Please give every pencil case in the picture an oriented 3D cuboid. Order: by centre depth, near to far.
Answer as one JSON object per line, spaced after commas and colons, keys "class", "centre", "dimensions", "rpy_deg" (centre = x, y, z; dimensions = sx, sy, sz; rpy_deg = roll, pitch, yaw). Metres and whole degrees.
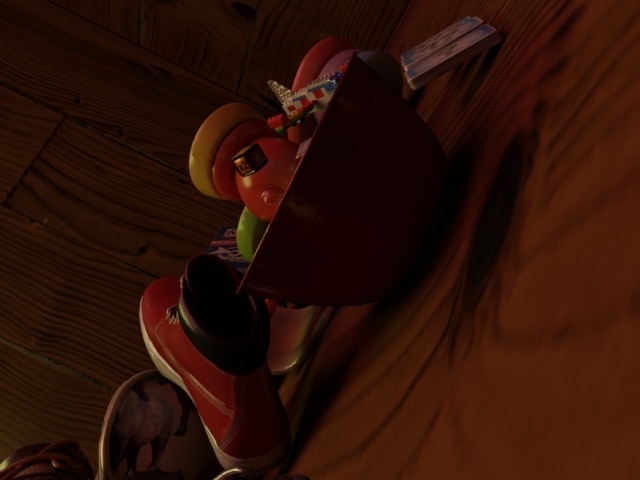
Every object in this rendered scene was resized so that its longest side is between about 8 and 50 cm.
{"class": "pencil case", "centre": [-0.189, 0.291, 0.803], "dimensions": [0.410, 0.160, 0.183], "rpy_deg": [-59, 6, 48]}

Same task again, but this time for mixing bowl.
{"class": "mixing bowl", "centre": [0.025, -0.024, 0.482], "dimensions": [0.181, 0.098, 0.181], "rpy_deg": [-63, 4, 8]}

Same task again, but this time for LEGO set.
{"class": "LEGO set", "centre": [0.027, -0.144, 0.633], "dimensions": [0.244, 0.060, 0.182], "rpy_deg": [-28, 18, 14]}

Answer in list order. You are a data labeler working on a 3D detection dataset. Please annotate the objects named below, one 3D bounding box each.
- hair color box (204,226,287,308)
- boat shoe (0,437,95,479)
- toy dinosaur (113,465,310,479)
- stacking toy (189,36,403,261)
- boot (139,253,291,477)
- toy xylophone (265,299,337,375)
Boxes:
{"class": "hair color box", "centre": [-0.126, 0.119, 1.026], "dimensions": [0.347, 0.105, 0.173], "rpy_deg": [-76, -16, -67]}
{"class": "boat shoe", "centre": [-0.232, 0.224, 0.566], "dimensions": [0.123, 0.123, 0.342], "rpy_deg": [-18, -23, -20]}
{"class": "toy dinosaur", "centre": [-0.116, 0.243, 0.405], "dimensions": [0.313, 0.121, 0.160], "rpy_deg": [-62, -17, -2]}
{"class": "stacking toy", "centre": [0.005, -0.090, 0.928], "dimensions": [0.309, 0.130, 0.279], "rpy_deg": [-44, -35, -26]}
{"class": "boot", "centre": [-0.103, 0.057, 0.605], "dimensions": [0.244, 0.088, 0.176], "rpy_deg": [42, 146, 47]}
{"class": "toy xylophone", "centre": [0.000, 0.000, 0.770], "dimensions": [0.322, 0.081, 0.236], "rpy_deg": [-62, 4, 24]}
